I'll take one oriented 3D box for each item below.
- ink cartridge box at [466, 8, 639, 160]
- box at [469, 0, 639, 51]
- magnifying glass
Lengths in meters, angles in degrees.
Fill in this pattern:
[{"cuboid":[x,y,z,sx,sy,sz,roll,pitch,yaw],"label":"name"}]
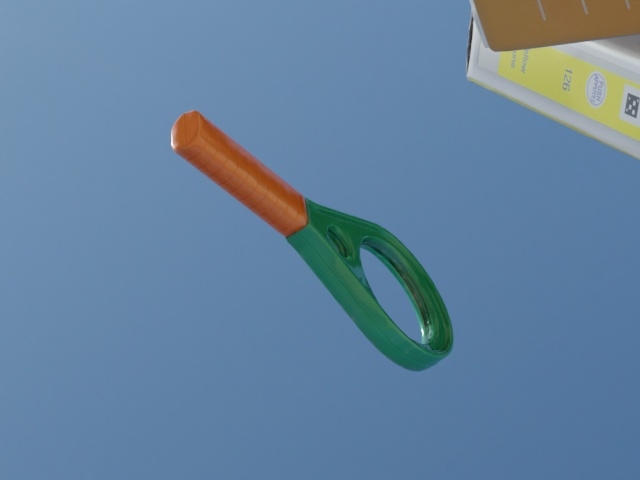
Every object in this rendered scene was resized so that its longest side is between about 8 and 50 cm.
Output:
[{"cuboid":[0.288,-0.083,1.012,0.304,0.072,0.307,-3,-158,-25],"label":"ink cartridge box"},{"cuboid":[0.203,-0.215,0.620,0.345,0.215,0.168,-6,-136,24],"label":"box"},{"cuboid":[0.000,0.000,1.038,0.231,0.026,0.092,40,-152,-36],"label":"magnifying glass"}]
